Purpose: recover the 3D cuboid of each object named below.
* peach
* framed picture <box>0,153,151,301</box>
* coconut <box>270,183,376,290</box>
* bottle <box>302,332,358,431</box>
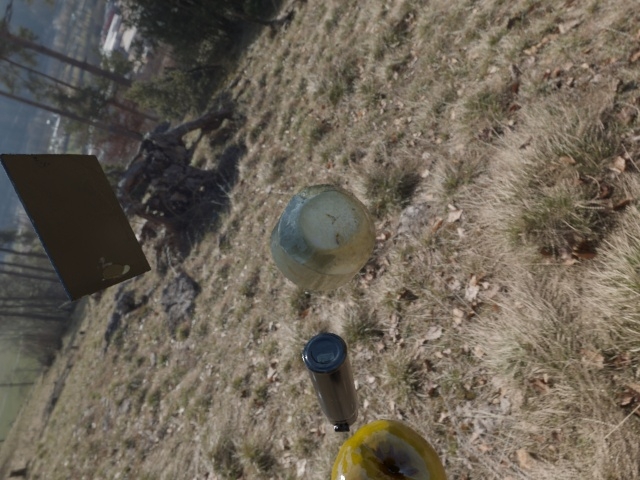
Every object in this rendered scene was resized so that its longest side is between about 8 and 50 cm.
[{"bbox_3d":[0.106,0.360,0.610,0.179,0.179,0.103,40,141,45],"label":"peach"},{"bbox_3d":[-0.532,-0.046,0.921,0.013,0.244,0.323,-22,95,19],"label":"framed picture"},{"bbox_3d":[0.000,0.000,0.835,0.222,0.203,0.201,122,147,-68],"label":"coconut"},{"bbox_3d":[0.025,0.256,0.721,0.072,0.244,0.082,-7,43,6],"label":"bottle"}]
